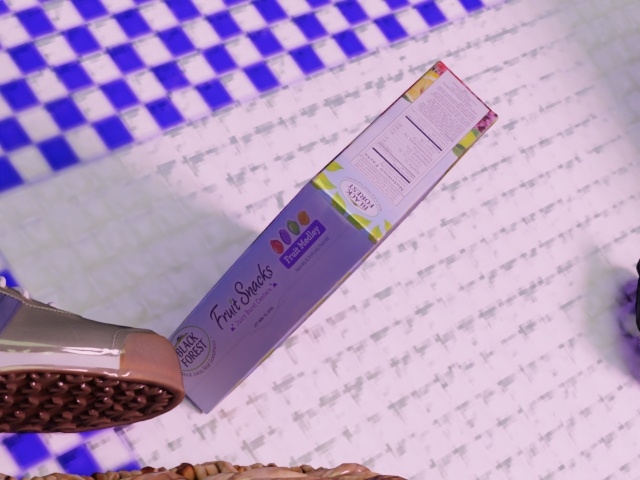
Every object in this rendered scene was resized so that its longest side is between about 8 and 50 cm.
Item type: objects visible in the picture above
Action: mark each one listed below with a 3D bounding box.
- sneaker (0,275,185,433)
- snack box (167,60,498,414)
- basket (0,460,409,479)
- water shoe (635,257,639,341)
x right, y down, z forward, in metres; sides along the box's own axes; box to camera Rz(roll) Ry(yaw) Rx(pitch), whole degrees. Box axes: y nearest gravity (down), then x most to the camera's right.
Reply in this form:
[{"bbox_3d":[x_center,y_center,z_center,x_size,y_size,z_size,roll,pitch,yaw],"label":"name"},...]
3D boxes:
[{"bbox_3d":[-0.144,0.022,0.707,0.192,0.064,0.086,2,63,-28],"label":"sneaker"},{"bbox_3d":[0.000,0.000,0.764,0.037,0.141,0.100,45,46,2],"label":"snack box"},{"bbox_3d":[-0.049,0.193,0.629,0.299,0.223,0.214,0,92,-33],"label":"basket"},{"bbox_3d":[0.247,0.046,0.942,0.203,0.073,0.080,17,49,-23],"label":"water shoe"}]
